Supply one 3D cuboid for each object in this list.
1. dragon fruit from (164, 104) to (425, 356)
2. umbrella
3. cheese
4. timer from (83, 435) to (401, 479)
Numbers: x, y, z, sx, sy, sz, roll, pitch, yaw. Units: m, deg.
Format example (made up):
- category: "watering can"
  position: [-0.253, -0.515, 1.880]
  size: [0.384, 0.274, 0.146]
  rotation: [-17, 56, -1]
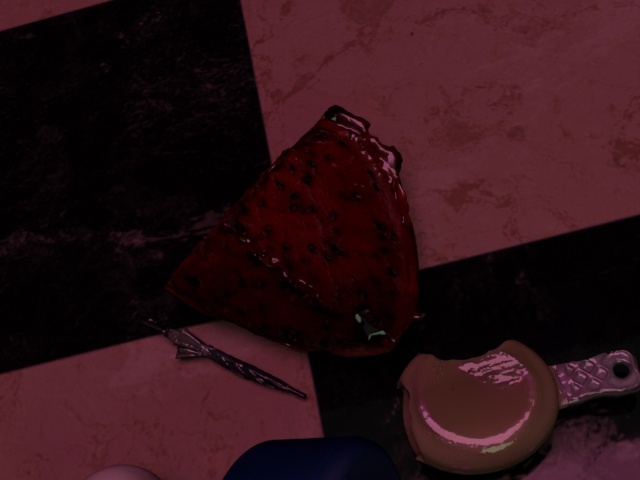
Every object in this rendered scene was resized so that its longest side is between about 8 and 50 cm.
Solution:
- category: "dragon fruit"
  position: [-0.004, 0.006, 1.235]
  size: [0.286, 0.228, 0.329]
  rotation: [33, 47, -7]
- category: "umbrella"
  position: [-0.140, 0.157, 1.202]
  size: [0.269, 0.044, 0.044]
  rotation: [22, 98, 23]
- category: "cheese"
  position: [0.239, 0.183, 1.086]
  size: [0.287, 0.082, 0.163]
  rotation: [-15, 60, 0]
- category: "timer"
  position: [-0.122, 0.336, 1.001]
  size: [0.384, 0.270, 0.270]
  rotation: [0, 60, 28]
